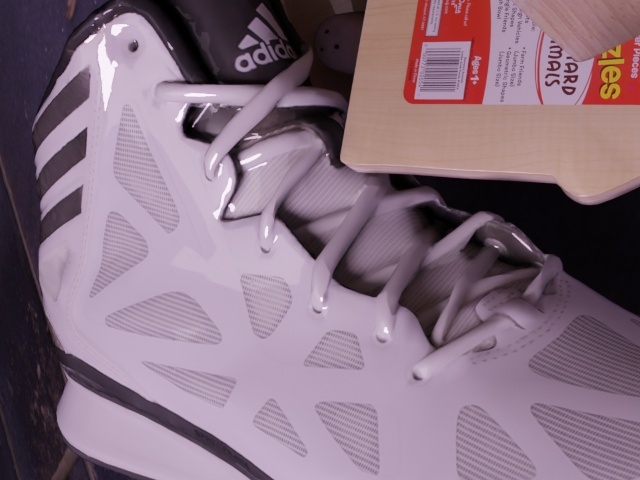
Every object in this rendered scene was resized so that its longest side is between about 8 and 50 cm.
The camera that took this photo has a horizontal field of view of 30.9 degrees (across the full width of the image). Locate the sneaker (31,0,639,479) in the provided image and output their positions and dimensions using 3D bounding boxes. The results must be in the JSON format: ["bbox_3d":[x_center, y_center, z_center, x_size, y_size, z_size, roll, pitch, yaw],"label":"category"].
[{"bbox_3d":[-0.001,0.000,0.518,0.448,0.169,0.257,6,115,43],"label":"sneaker"}]

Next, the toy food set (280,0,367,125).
[{"bbox_3d":[0.057,-0.197,0.572,0.306,0.092,0.219,-24,81,36],"label":"toy food set"}]

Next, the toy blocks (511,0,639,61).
[{"bbox_3d":[0.032,-0.241,0.340,0.191,0.261,0.381,-24,58,31],"label":"toy blocks"}]

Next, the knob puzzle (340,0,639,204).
[{"bbox_3d":[0.115,-0.103,0.448,0.213,0.030,0.213,-8,70,21],"label":"knob puzzle"}]
